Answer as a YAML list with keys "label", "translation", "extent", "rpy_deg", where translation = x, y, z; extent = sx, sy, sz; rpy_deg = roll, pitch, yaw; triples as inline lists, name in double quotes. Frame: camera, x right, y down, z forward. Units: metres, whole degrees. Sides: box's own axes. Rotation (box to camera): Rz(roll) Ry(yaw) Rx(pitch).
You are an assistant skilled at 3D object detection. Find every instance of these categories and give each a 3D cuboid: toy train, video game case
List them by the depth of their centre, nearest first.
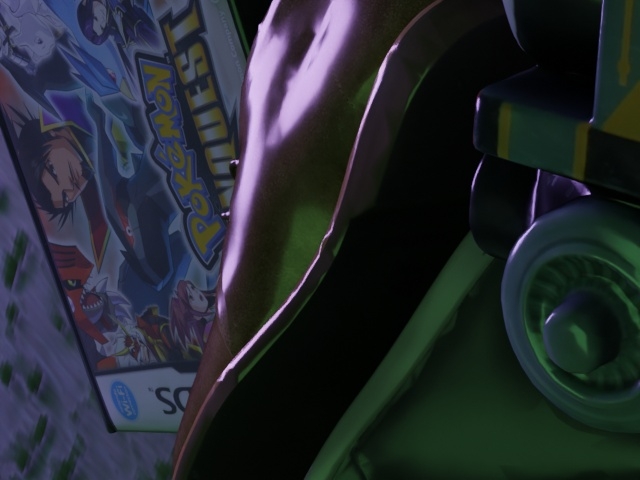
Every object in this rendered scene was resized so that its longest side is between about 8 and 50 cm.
- label: "toy train"
  translation: [0.187, -0.016, 0.467]
  extent: [0.334, 0.142, 0.190]
  rpy_deg: [21, 120, 39]
- label: "video game case"
  translation: [-0.080, -0.027, 0.857]
  extent: [0.248, 0.035, 0.275]
  rpy_deg: [-7, 104, 51]

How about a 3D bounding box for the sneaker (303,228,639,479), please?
- label: "sneaker"
  translation: [0.070, 0.102, 0.669]
  extent: [0.118, 0.083, 0.222]
  rpy_deg: [38, 112, 25]

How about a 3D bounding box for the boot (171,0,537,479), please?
- label: "boot"
  translation: [0.000, 0.000, 0.720]
  extent: [0.115, 0.112, 0.305]
  rpy_deg: [50, 127, 37]
